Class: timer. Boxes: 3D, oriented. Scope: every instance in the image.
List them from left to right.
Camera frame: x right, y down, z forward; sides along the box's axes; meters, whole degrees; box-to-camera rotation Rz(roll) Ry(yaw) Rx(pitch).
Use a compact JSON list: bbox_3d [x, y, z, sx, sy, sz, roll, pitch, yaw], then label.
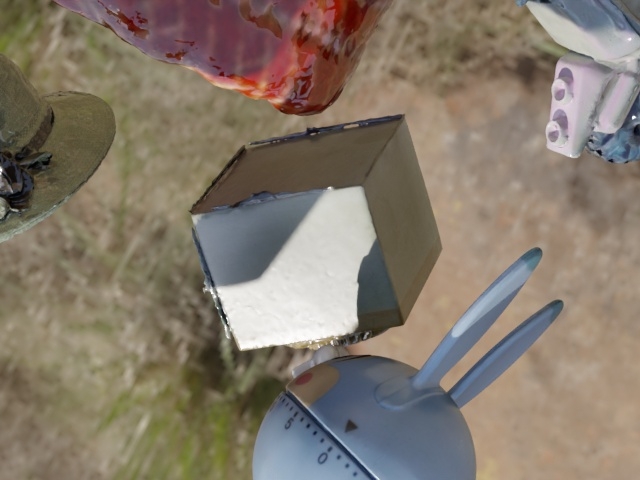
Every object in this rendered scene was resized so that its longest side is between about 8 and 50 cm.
[{"bbox_3d":[0.050,0.115,1.320,0.175,0.255,0.175,22,167,5],"label":"timer"}]

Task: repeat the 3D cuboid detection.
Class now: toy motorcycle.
[{"bbox_3d":[0.164,-0.169,1.225,0.204,0.239,0.108,-2,-178,-32],"label":"toy motorcycle"}]

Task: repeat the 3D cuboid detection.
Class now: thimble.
[{"bbox_3d":[-0.094,-0.261,1.320,0.350,0.231,0.350,29,-171,-5],"label":"thimble"}]

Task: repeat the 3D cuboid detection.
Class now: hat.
[{"bbox_3d":[-0.334,-0.107,1.744,0.257,0.257,0.130,0,132,36],"label":"hat"}]

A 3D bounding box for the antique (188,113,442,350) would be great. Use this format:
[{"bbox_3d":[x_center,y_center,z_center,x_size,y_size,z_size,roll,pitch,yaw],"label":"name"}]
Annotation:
[{"bbox_3d":[0.000,0.000,1.452,0.152,0.147,0.148,-10,113,23],"label":"antique"}]
